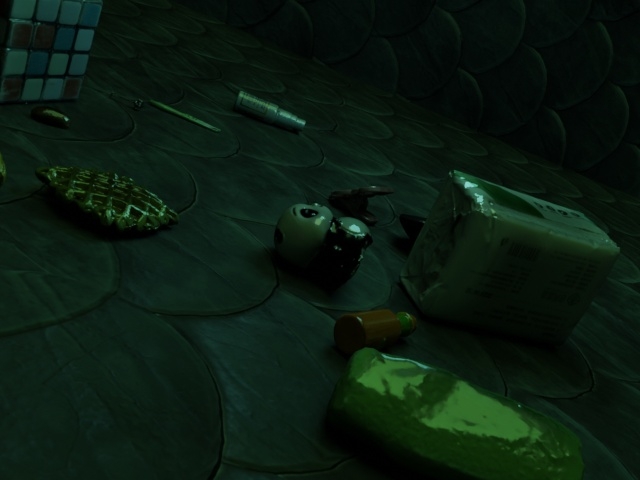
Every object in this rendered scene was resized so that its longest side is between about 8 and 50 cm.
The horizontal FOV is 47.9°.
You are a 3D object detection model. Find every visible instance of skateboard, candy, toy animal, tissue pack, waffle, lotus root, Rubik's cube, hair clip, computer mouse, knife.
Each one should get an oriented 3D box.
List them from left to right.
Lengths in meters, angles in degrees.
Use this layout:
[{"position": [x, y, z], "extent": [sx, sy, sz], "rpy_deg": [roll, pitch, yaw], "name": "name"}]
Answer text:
[{"position": [-0.686, -0.471, 1.599], "extent": [0.256, 0.253, 0.259], "rpy_deg": [30, 22, 18], "name": "Rubik's cube"}, {"position": [-0.575, -0.266, 1.536], "extent": [0.083, 0.030, 0.037], "rpy_deg": [16, 24, -17], "name": "lotus root"}, {"position": [-0.372, -0.076, 1.273], "extent": [0.208, 0.054, 0.214], "rpy_deg": [29, 17, 23], "name": "waffle"}, {"position": [-0.494, -0.365, 1.851], "extent": [0.083, 0.032, 0.064], "rpy_deg": [24, 12, -3], "name": "skateboard"}, {"position": [-0.363, -0.333, 1.925], "extent": [0.207, 0.014, 0.030], "rpy_deg": [24, 22, -3], "name": "knife"}, {"position": [0.000, 0.000, 1.357], "extent": [0.179, 0.138, 0.166], "rpy_deg": [31, 6, 5], "name": "toy animal"}, {"position": [0.097, -0.113, 1.761], "extent": [0.138, 0.102, 0.123], "rpy_deg": [38, 23, 33], "name": "hair clip"}, {"position": [0.291, -0.005, 1.729], "extent": [0.264, 0.088, 0.147], "rpy_deg": [6, 11, -35], "name": "computer mouse"}, {"position": [0.179, 0.262, 0.970], "extent": [0.343, 0.132, 0.142], "rpy_deg": [24, 64, 5], "name": "candy"}, {"position": [0.375, 0.043, 1.461], "extent": [0.356, 0.266, 0.194], "rpy_deg": [15, 24, -22], "name": "tissue pack"}]

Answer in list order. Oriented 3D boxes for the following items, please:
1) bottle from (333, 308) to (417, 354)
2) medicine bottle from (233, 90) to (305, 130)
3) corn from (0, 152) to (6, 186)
[{"position": [0.102, 0.148, 1.212], "extent": [0.069, 0.069, 0.187], "rpy_deg": [38, 25, 33], "name": "bottle"}, {"position": [-0.156, -0.389, 2.206], "extent": [0.220, 0.061, 0.092], "rpy_deg": [20, 3, -10], "name": "medicine bottle"}, {"position": [-0.581, -0.149, 1.215], "extent": [0.072, 0.072, 0.203], "rpy_deg": [3, 31, -41], "name": "corn"}]
